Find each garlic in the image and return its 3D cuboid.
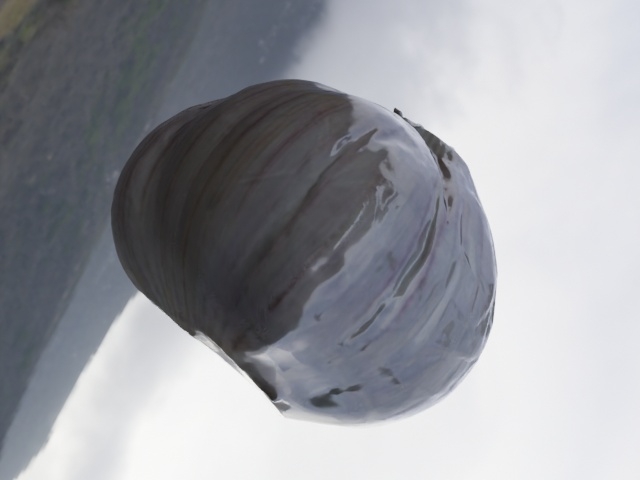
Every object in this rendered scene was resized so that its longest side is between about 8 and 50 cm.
[{"bbox_3d":[0.000,0.000,0.855,0.259,0.317,0.317,-45,-165,-12],"label":"garlic"}]
